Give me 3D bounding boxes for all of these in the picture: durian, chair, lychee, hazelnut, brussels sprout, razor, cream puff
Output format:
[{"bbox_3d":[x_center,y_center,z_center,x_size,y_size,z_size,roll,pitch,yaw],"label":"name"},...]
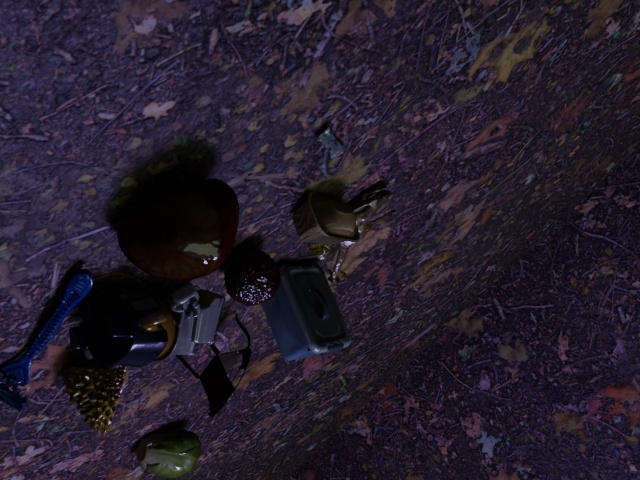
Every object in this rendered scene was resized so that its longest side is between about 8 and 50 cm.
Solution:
[{"bbox_3d":[-0.437,0.306,1.476,0.132,0.182,0.165,-26,113,-24],"label":"durian"},{"bbox_3d":[-0.229,0.289,1.675,0.149,0.213,0.174,2,137,-48],"label":"chair"},{"bbox_3d":[-0.145,0.081,1.524,0.123,0.123,0.129,-19,159,-36],"label":"lychee"},{"bbox_3d":[-0.233,-0.018,1.198,0.201,0.160,0.170,-3,146,14],"label":"hazelnut"},{"bbox_3d":[-0.422,0.600,2.073,0.183,0.145,0.131,-2,112,-61],"label":"brussels sprout"},{"bbox_3d":[-0.485,0.161,1.283,0.324,0.093,0.056,-50,-166,19],"label":"razor"},{"bbox_3d":[0.000,0.000,1.657,0.058,0.083,0.083,6,165,1],"label":"cream puff"}]

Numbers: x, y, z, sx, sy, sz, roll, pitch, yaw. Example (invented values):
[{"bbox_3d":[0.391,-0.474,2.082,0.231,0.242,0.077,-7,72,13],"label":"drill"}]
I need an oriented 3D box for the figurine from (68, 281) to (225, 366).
[{"bbox_3d":[-0.328,0.163,1.385,0.308,0.143,0.308,-34,158,-16],"label":"figurine"}]

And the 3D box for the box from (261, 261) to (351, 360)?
[{"bbox_3d":[-0.037,0.169,1.717,0.130,0.227,0.162,-32,163,31],"label":"box"}]

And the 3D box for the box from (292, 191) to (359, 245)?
[{"bbox_3d":[0.019,-0.042,1.545,0.111,0.111,0.177,-47,155,21],"label":"box"}]

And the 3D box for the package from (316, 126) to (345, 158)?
[{"bbox_3d":[0.019,-0.185,1.386,0.037,0.015,0.110,-45,158,4],"label":"package"}]

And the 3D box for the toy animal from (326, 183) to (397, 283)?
[{"bbox_3d":[0.083,-0.014,1.709,0.275,0.054,0.149,-55,149,11],"label":"toy animal"}]
